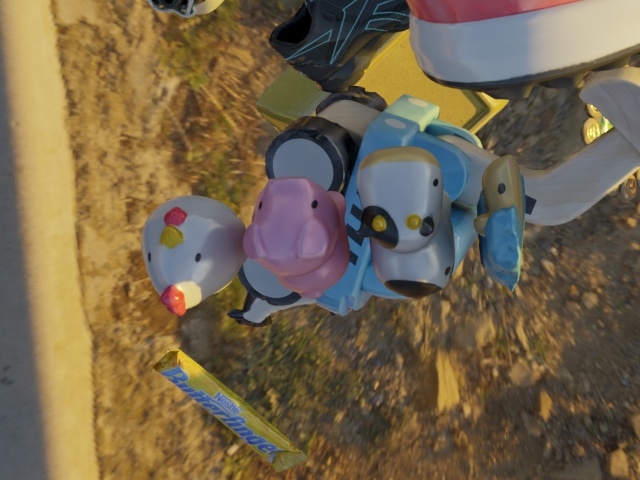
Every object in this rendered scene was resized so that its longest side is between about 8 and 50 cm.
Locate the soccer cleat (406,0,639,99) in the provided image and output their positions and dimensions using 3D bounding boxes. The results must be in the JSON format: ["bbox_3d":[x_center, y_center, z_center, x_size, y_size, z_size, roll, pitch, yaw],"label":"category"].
[{"bbox_3d":[0.172,-0.160,0.417,0.318,0.108,0.116,-22,115,-7],"label":"soccer cleat"}]

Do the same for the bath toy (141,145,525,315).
[{"bbox_3d":[0.000,0.000,0.960,0.348,0.129,0.151,-5,121,16],"label":"bath toy"}]

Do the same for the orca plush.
[{"bbox_3d":[-0.021,0.049,1.716,0.151,0.102,0.287,29,138,-10],"label":"orca plush"}]

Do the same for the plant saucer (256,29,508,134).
[{"bbox_3d":[0.122,-0.217,1.801,0.333,0.081,0.333,-43,124,9],"label":"plant saucer"}]

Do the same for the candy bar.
[{"bbox_3d":[-0.078,0.145,0.948,0.161,0.018,0.040,43,132,-21],"label":"candy bar"}]

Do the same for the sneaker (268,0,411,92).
[{"bbox_3d":[0.049,-0.265,1.204,0.106,0.101,0.267,25,130,-27],"label":"sneaker"}]

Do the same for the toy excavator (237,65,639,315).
[{"bbox_3d":[0.169,-0.064,1.395,0.445,0.222,0.432,23,117,10],"label":"toy excavator"}]

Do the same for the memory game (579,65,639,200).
[{"bbox_3d":[0.401,-0.144,1.467,0.012,0.186,0.186,1,94,49],"label":"memory game"}]

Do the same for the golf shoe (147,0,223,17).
[{"bbox_3d":[-0.165,-0.300,1.247,0.105,0.273,0.120,8,79,5],"label":"golf shoe"}]
